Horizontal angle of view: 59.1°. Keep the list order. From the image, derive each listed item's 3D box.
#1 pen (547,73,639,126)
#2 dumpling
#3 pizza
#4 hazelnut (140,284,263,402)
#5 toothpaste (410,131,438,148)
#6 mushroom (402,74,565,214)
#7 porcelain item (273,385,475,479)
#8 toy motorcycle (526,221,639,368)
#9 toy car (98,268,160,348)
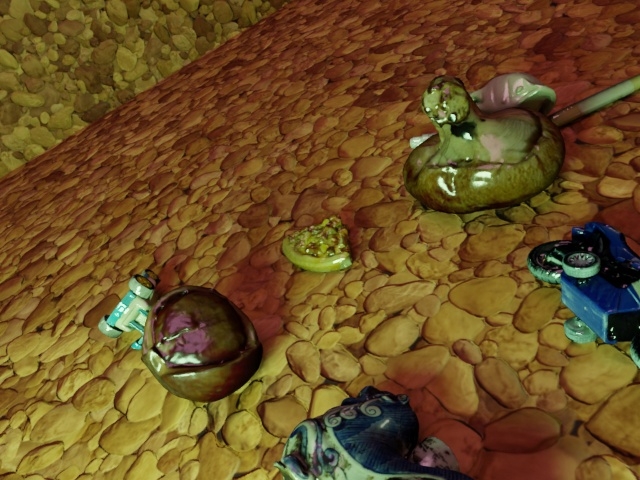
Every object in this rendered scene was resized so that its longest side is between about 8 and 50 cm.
[{"bbox_3d":[0.530,-0.267,1.080,0.234,0.032,0.040,-24,11,1],"label":"pen"},{"bbox_3d":[0.384,-0.265,1.099,0.169,0.134,0.099,-20,60,42],"label":"dumpling"},{"bbox_3d":[0.000,0.000,1.064,0.175,0.046,0.134,4,45,37],"label":"pizza"},{"bbox_3d":[-0.182,0.161,0.878,0.170,0.160,0.202,-44,33,-26],"label":"hazelnut"},{"bbox_3d":[0.282,-0.216,1.176,0.191,0.031,0.048,-5,37,24],"label":"toothpaste"},{"bbox_3d":[0.283,-0.166,0.977,0.268,0.254,0.267,4,39,-3],"label":"mushroom"},{"bbox_3d":[0.083,0.270,0.607,0.186,0.137,0.288,-26,26,-30],"label":"porcelain item"},{"bbox_3d":[0.386,0.059,0.689,0.169,0.113,0.315,-16,26,-3],"label":"toy motorcycle"},{"bbox_3d":[-0.347,0.133,1.105,0.126,0.098,0.161,-51,5,5],"label":"toy car"}]
